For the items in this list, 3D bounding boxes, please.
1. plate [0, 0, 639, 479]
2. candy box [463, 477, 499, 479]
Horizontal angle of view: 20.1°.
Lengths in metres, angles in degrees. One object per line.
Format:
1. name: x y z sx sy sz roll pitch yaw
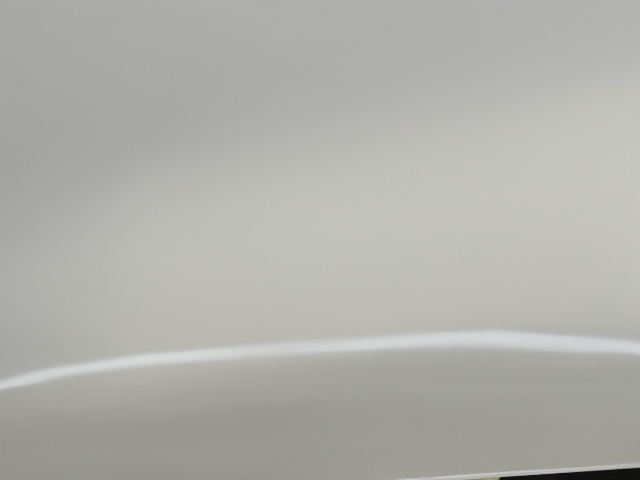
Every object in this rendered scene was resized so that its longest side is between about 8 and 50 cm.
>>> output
1. plate: -0.016 -0.023 0.438 0.278 0.277 0.045 -4 -128 4
2. candy box: 0.069 -0.011 0.665 0.105 0.027 0.206 37 -113 3
